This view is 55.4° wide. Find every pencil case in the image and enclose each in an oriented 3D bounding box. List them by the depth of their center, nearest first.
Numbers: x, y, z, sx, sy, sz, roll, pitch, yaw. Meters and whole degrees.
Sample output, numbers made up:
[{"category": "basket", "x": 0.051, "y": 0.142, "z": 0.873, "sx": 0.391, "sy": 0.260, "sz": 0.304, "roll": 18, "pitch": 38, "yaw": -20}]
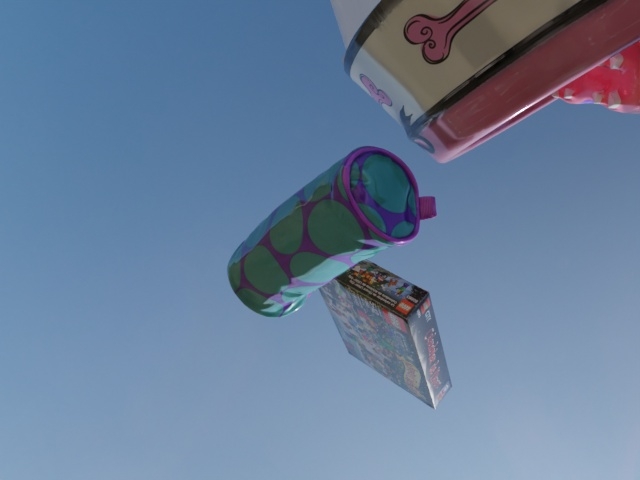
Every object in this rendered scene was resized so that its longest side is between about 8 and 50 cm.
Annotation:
[{"category": "pencil case", "x": 0.000, "y": 0.000, "z": 0.408, "sx": 0.152, "sy": 0.070, "sz": 0.064, "roll": -35, "pitch": -139, "yaw": 48}]

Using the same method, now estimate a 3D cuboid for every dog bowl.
[{"category": "dog bowl", "x": 0.234, "y": -0.228, "z": 0.632, "sx": 0.408, "sy": 0.408, "sz": 0.150, "roll": -32, "pitch": -92, "yaw": 38}]

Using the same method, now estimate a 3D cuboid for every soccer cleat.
[{"category": "soccer cleat", "x": 0.303, "y": -0.178, "z": 0.624, "sx": 0.095, "sy": 0.248, "sz": 0.083, "roll": -3, "pitch": -69, "yaw": 4}]

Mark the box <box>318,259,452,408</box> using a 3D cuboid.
[{"category": "box", "x": 0.081, "y": 0.112, "z": 0.791, "sx": 0.159, "sy": 0.044, "sz": 0.233, "roll": 28, "pitch": -25, "yaw": 36}]

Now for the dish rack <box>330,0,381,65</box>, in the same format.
[{"category": "dish rack", "x": 0.078, "y": -0.379, "z": 1.001, "sx": 0.333, "sy": 0.072, "sz": 0.285, "roll": -135, "pitch": -156, "yaw": -70}]
